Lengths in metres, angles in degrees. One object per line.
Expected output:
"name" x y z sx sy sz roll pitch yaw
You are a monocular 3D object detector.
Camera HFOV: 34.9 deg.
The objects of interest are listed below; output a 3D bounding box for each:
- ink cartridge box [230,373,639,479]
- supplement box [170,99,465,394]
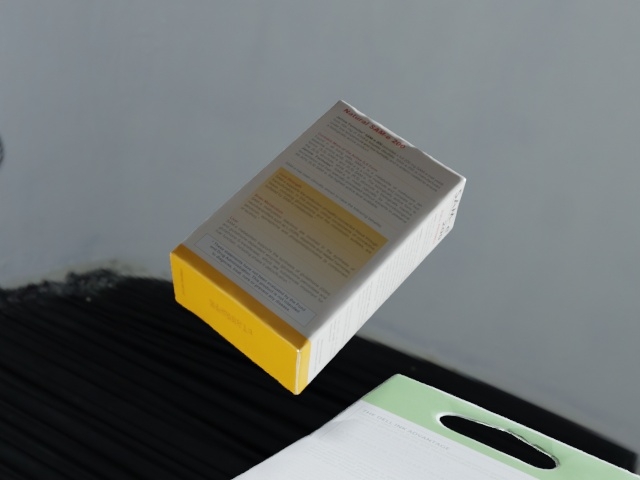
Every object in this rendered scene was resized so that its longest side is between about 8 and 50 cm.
"ink cartridge box" 0.058 0.152 0.529 0.235 0.171 0.056 -15 122 -61
"supplement box" 0.000 0.000 0.381 0.098 0.062 0.036 -44 158 -27
